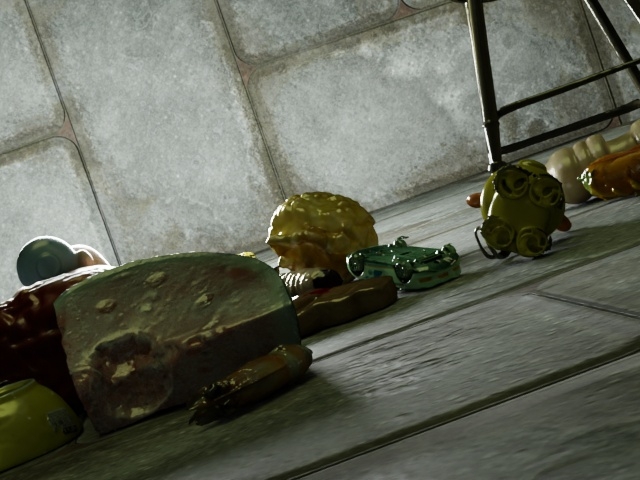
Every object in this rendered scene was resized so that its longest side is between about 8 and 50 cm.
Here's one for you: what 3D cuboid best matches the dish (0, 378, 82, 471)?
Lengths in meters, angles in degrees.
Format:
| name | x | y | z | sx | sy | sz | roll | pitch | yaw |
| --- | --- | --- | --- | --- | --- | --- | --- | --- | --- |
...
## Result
| name | x | y | z | sx | sy | sz | roll | pitch | yaw |
| --- | --- | --- | --- | --- | --- | --- | --- | --- | --- |
| dish | -0.343 | 0.199 | 1.528 | 0.148 | 0.080 | 0.208 | -18 | 5 | 9 |

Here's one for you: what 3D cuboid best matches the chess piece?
| name | x | y | z | sx | sy | sz | roll | pitch | yaw |
| --- | --- | --- | --- | --- | --- | --- | --- | --- | --- |
| chess piece | 0.428 | -0.116 | 2.117 | 0.307 | 0.124 | 0.139 | -22 | 35 | 15 |

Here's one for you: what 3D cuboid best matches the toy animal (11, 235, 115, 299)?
| name | x | y | z | sx | sy | sz | roll | pitch | yaw |
| --- | --- | --- | --- | --- | --- | --- | --- | --- | --- |
| toy animal | -0.406 | 0.116 | 2.375 | 0.221 | 0.229 | 0.210 | 32 | 60 | 32 |

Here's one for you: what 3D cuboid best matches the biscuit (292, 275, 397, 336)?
| name | x | y | z | sx | sy | sz | roll | pitch | yaw |
| --- | --- | --- | --- | --- | --- | --- | --- | --- | --- |
| biscuit | -0.051 | 0.102 | 1.782 | 0.319 | 0.047 | 0.183 | -18 | 0 | 44 |

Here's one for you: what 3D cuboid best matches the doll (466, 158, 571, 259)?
| name | x | y | z | sx | sy | sz | roll | pitch | yaw |
| --- | --- | --- | --- | --- | --- | --- | --- | --- | --- |
| doll | 0.256 | -0.036 | 1.760 | 0.142 | 0.135 | 0.221 | 13 | 0 | 4 |

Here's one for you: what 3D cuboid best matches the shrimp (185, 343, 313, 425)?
| name | x | y | z | sx | sy | sz | roll | pitch | yaw |
| --- | --- | --- | --- | --- | --- | --- | --- | --- | --- |
| shrimp | -0.076 | 0.137 | 1.335 | 0.099 | 0.041 | 0.180 | -18 | 4 | 34 |

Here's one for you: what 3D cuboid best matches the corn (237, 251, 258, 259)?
| name | x | y | z | sx | sy | sz | roll | pitch | yaw |
| --- | --- | --- | --- | --- | --- | --- | --- | --- | --- |
| corn | -0.220 | 0.091 | 2.580 | 0.248 | 0.081 | 0.081 | -21 | 4 | -31 |

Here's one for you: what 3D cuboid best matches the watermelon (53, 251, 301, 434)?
| name | x | y | z | sx | sy | sz | roll | pitch | yaw |
| --- | --- | --- | --- | --- | --- | --- | --- | --- | --- |
| watermelon | -0.156 | 0.129 | 1.509 | 0.318 | 0.148 | 0.226 | -2 | 30 | 31 |

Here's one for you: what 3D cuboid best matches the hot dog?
| name | x | y | z | sx | sy | sz | roll | pitch | yaw |
| --- | --- | --- | --- | --- | --- | --- | --- | --- | --- |
| hot dog | 0.483 | -0.111 | 1.930 | 0.115 | 0.072 | 0.269 | -23 | 4 | -43 |

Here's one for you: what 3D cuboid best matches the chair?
| name | x | y | z | sx | sy | sz | roll | pitch | yaw |
| --- | --- | --- | --- | --- | --- | --- | --- | --- | --- |
| chair | 0.400 | -0.327 | 2.365 | 0.364 | 0.410 | 0.362 | -18 | -11 | 5 |

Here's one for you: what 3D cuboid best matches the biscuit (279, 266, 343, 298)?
| name | x | y | z | sx | sy | sz | roll | pitch | yaw |
| --- | --- | --- | --- | --- | --- | --- | --- | --- | --- |
| biscuit | -0.047 | 0.075 | 2.072 | 0.061 | 0.055 | 0.219 | -34 | 11 | -32 |

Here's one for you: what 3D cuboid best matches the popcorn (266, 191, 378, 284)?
| name | x | y | z | sx | sy | sz | roll | pitch | yaw |
| --- | --- | --- | --- | --- | --- | --- | --- | --- | --- |
| popcorn | 0.000 | 0.000 | 2.153 | 0.170 | 0.180 | 0.180 | -57 | 14 | -14 |

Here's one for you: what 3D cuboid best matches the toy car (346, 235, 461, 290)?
| name | x | y | z | sx | sy | sz | roll | pitch | yaw |
| --- | --- | --- | --- | --- | --- | --- | --- | --- | --- |
| toy car | 0.108 | 0.035 | 1.809 | 0.093 | 0.058 | 0.186 | -21 | 15 | -31 |

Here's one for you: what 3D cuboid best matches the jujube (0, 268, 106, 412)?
| name | x | y | z | sx | sy | sz | roll | pitch | yaw |
| --- | --- | --- | --- | --- | --- | --- | --- | --- | --- |
| jujube | -0.315 | 0.130 | 1.717 | 0.250 | 0.174 | 0.174 | -26 | 0 | 25 |
